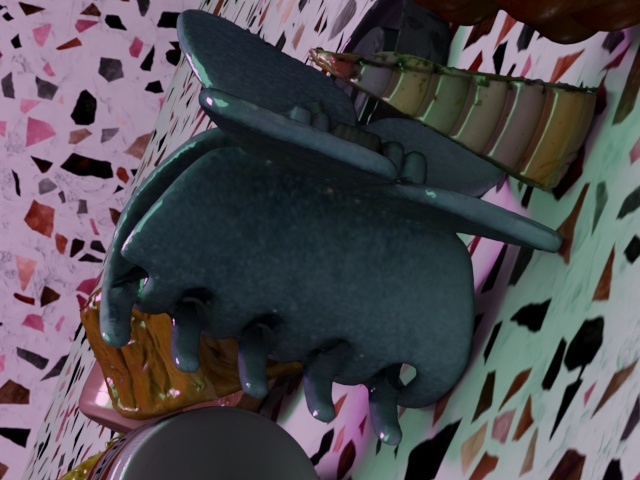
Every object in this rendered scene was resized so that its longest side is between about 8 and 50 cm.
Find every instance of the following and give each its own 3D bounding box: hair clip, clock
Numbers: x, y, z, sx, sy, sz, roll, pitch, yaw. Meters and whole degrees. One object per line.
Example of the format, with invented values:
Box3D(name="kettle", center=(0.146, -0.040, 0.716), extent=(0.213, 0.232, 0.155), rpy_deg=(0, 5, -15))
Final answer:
Box3D(name="hair clip", center=(-0.007, 0.001, 1.568), extent=(0.392, 0.318, 0.238), rpy_deg=(-119, 52, -71))
Box3D(name="clock", center=(0.045, -0.128, 2.146), extent=(0.319, 0.066, 0.319), rpy_deg=(-59, 15, 27))

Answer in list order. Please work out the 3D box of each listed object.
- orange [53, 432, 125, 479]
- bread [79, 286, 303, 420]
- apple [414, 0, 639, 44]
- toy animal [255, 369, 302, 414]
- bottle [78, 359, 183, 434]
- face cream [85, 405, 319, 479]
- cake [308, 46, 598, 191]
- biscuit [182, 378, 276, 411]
Box3D(name="orange", center=(-0.210, 0.344, 2.001), extent=(0.301, 0.223, 0.300), rpy_deg=(-60, 19, 22))
Box3D(name="bread", center=(-0.116, 0.077, 1.750), extent=(0.143, 0.158, 0.149), rpy_deg=(-26, 81, 53))
Box3D(name="apple", center=(0.178, -0.314, 1.471), extent=(0.288, 0.288, 0.316), rpy_deg=(-151, 74, -77))
Box3D(name="toy animal", center=(-0.067, 0.174, 2.130), extent=(0.217, 0.041, 0.075), rpy_deg=(-34, 32, 59))
Box3D(name="bottle", center=(-0.163, 0.109, 2.368), extent=(0.206, 0.173, 0.296), rpy_deg=(50, -121, -66))
Box3D(name="face cream", center=(-0.115, 0.260, 1.794), extent=(0.201, 0.201, 0.187), rpy_deg=(-70, 13, -16))
Box3D(name="cake", center=(0.100, -0.101, 1.538), extent=(0.109, 0.225, 0.090), rpy_deg=(-123, 43, -79))
Box3D(name="biscuit", center=(-0.081, 0.085, 2.112), extent=(0.290, 0.041, 0.208), rpy_deg=(-60, 33, 28))
